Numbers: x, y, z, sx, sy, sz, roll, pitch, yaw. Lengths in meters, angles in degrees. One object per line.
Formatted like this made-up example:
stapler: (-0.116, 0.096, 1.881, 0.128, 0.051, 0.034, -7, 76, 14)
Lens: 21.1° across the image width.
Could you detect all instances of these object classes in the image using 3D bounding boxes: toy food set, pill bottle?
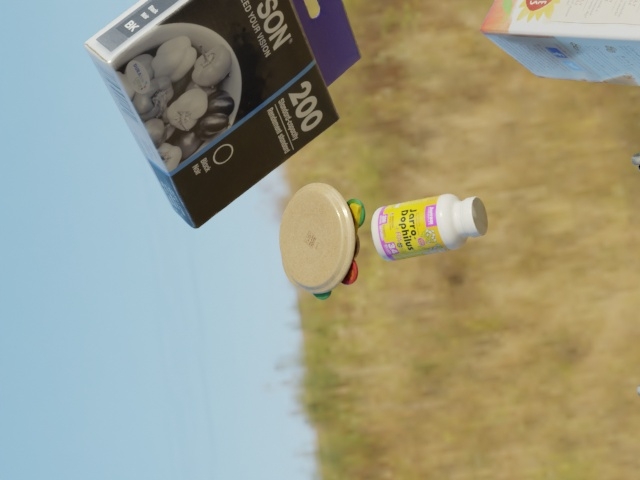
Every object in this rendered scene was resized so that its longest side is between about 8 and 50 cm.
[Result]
toy food set: (0.000, 0.000, 1.238, 0.020, 0.082, 0.083, 0, -74, -41)
pill bottle: (0.084, -0.011, 1.312, 0.043, 0.083, 0.043, 33, -128, -54)

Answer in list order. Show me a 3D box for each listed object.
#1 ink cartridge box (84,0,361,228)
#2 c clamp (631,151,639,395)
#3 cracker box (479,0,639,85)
ink cartridge box: (-0.057, -0.137, 1.307, 0.045, 0.208, 0.206, 40, 164, 36)
c clamp: (0.203, 0.004, 0.877, 0.022, 0.137, 0.161, -24, -77, -48)
cracker box: (0.221, -0.176, 1.070, 0.067, 0.156, 0.232, 33, 171, -30)
